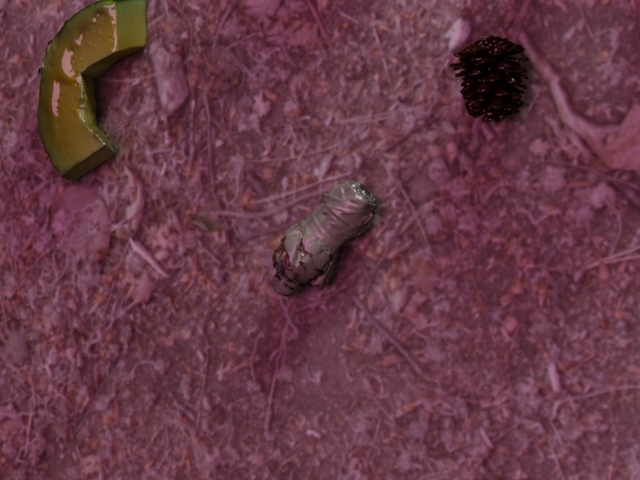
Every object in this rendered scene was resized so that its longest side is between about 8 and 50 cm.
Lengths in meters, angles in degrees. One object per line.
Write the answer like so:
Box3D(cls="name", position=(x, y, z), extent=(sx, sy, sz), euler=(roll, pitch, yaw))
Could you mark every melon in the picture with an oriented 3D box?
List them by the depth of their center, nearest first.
Box3D(cls="melon", position=(-0.258, -0.170, 1.926), extent=(0.118, 0.064, 0.209), euler=(4, 91, 25))

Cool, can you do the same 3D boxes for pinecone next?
Box3D(cls="pinecone", position=(0.165, -0.155, 1.677), extent=(0.077, 0.077, 0.083), euler=(-14, 84, 28))

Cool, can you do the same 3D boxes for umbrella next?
Box3D(cls="umbrella", position=(0.000, 0.000, 1.771), extent=(0.067, 0.062, 0.143), euler=(37, 105, -5))
